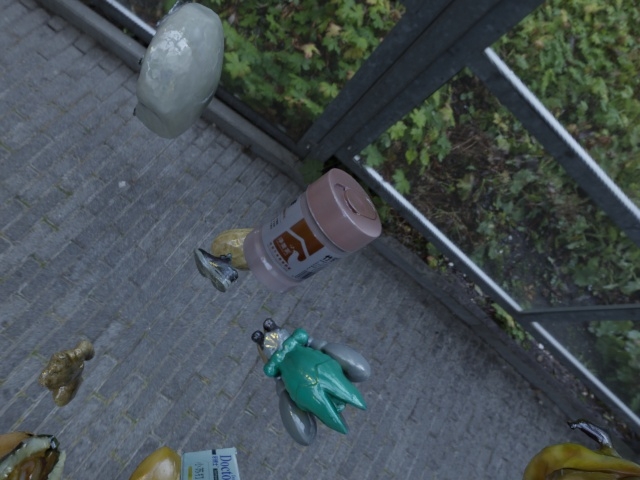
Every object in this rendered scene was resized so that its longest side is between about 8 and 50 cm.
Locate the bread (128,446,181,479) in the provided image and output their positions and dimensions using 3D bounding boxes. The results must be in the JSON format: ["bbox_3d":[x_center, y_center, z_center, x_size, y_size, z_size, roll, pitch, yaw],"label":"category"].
[{"bbox_3d":[-0.227,0.369,0.609,0.082,0.056,0.115,-34,117,-42],"label":"bread"}]

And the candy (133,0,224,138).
[{"bbox_3d":[-0.405,-0.512,1.251,0.186,0.386,0.426,23,62,-12],"label":"candy"}]

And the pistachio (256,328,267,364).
[{"bbox_3d":[-0.108,0.358,1.276,0.226,0.136,0.136,45,66,5],"label":"pistachio"}]

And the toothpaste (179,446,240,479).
[{"bbox_3d":[-0.126,0.392,0.437,0.071,0.089,0.312,2,93,-17],"label":"toothpaste"}]

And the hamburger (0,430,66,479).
[{"bbox_3d":[-0.526,0.376,0.626,0.208,0.155,0.135,-8,97,5],"label":"hamburger"}]

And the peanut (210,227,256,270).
[{"bbox_3d":[-0.208,0.031,1.400,0.326,0.140,0.153,5,101,-2],"label":"peanut"}]

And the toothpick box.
[{"bbox_3d":[-0.012,-0.009,0.516,0.098,0.149,0.098,38,33,-30],"label":"toothpick box"}]

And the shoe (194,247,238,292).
[{"bbox_3d":[-0.298,0.072,1.214,0.100,0.071,0.169,-33,63,-32],"label":"shoe"}]

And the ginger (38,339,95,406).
[{"bbox_3d":[-0.601,0.317,0.965,0.059,0.133,0.214,31,107,2],"label":"ginger"}]

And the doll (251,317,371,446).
[{"bbox_3d":[-0.009,0.256,0.812,0.195,0.153,0.258,-26,63,5],"label":"doll"}]

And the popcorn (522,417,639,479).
[{"bbox_3d":[0.401,0.388,0.509,0.316,0.298,0.280,19,78,-51],"label":"popcorn"}]
